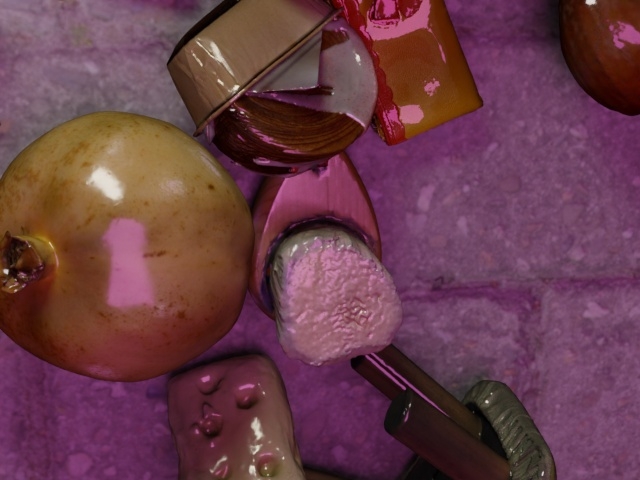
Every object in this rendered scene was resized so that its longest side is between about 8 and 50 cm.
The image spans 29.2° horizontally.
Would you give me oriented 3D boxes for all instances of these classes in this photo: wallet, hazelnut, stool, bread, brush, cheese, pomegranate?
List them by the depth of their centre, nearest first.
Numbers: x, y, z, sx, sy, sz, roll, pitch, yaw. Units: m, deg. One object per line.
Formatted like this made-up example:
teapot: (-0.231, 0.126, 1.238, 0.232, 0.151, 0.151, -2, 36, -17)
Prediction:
pomegranate: (-0.230, 0.011, 1.336, 0.319, 0.319, 0.319, -5, 110, -13)
bread: (-0.042, -0.179, 1.373, 0.212, 0.142, 0.224, 47, 61, -3)
wallet: (0.095, -0.240, 1.465, 0.141, 0.067, 0.241, -26, 114, -3)
hazelnut: (0.376, -0.266, 1.466, 0.181, 0.212, 0.181, 17, 139, 22)
brush: (0.000, 0.000, 1.471, 0.174, 0.166, 0.267, -7, 108, -13)
cheese: (-0.102, 0.269, 1.500, 0.159, 0.263, 0.093, -15, 151, -1)
stool: (0.109, 0.310, 1.538, 0.226, 0.310, 0.310, 25, 99, -14)
